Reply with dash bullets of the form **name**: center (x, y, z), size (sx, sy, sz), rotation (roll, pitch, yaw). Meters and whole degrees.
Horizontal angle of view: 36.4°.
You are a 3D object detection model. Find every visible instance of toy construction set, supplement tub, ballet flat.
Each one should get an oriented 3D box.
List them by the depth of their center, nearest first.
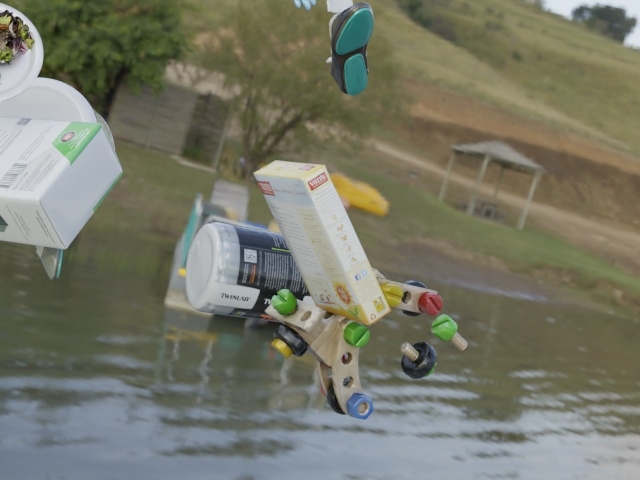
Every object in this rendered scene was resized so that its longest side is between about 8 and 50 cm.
- **ballet flat**: center (0.039, -0.305, 1.492), size (0.074, 0.074, 0.203), rotation (16, -27, 10)
- **toy construction set**: center (0.032, 0.100, 1.554), size (0.237, 0.257, 0.309), rotation (41, 13, -26)
- **ballet flat**: center (-0.508, -0.027, 1.812), size (0.068, 0.213, 0.072), rotation (11, -27, -18)
- **supplement tub**: center (-0.114, 0.076, 2.084), size (0.316, 0.193, 0.194), rotation (10, 7, -27)
- **supplement tub**: center (-0.575, -0.205, 2.102), size (0.236, 0.235, 0.325), rotation (15, -5, -2)

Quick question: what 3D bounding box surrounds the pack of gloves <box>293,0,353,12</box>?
- **pack of gloves**: center (-0.002, -0.568, 1.913), size (0.046, 0.232, 0.195), rotation (-4, 8, 44)

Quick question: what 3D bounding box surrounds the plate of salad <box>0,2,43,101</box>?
- **plate of salad**: center (-0.582, -0.331, 1.678), size (0.200, 0.199, 0.048), rotation (15, -21, -9)

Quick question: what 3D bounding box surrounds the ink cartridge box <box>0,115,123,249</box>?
- **ink cartridge box**: center (-0.535, -0.110, 1.727), size (0.289, 0.211, 0.121), rotation (7, -42, 25)

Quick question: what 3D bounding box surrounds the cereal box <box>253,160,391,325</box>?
- **cereal box**: center (0.000, 0.000, 1.411), size (0.047, 0.240, 0.173), rotation (-31, 19, -20)
